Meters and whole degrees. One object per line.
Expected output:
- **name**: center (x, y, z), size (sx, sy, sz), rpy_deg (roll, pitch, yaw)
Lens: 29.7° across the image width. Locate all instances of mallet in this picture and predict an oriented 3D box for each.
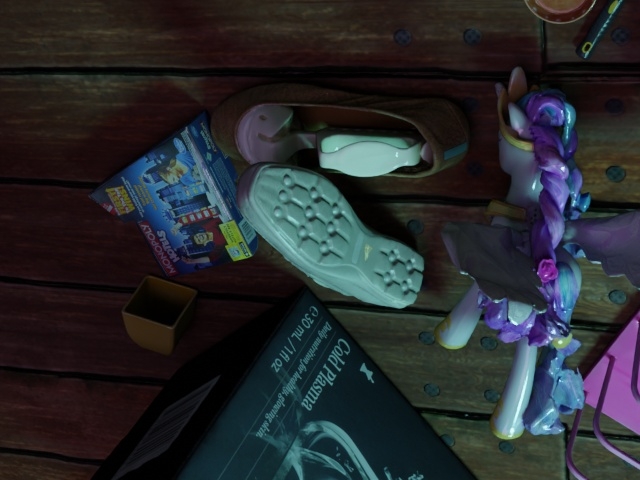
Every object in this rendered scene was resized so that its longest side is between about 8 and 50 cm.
- **mallet**: center (0.334, -0.266, 1.282), size (0.062, 0.039, 0.190), rpy_deg (27, 129, 10)

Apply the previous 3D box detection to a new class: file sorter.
- **file sorter**: center (0.442, 0.178, 1.399), size (0.202, 0.182, 0.291), rpy_deg (31, 125, 3)

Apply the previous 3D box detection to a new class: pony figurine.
- **pony figurine**: center (0.242, 0.031, 1.329), size (0.302, 0.351, 0.363), rpy_deg (-4, 122, -15)

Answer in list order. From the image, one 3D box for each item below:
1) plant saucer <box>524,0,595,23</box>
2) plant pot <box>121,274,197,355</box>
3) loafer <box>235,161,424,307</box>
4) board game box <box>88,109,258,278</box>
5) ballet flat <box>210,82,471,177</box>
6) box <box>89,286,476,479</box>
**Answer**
- **plant saucer**: center (0.261, -0.278, 1.315), size (0.083, 0.013, 0.083), rpy_deg (10, 122, 17)
- **plant pot**: center (-0.225, 0.114, 1.700), size (0.081, 0.081, 0.083), rpy_deg (17, 133, 13)
- **loafer**: center (0.000, 0.000, 1.451), size (0.111, 0.112, 0.319), rpy_deg (2, 156, 42)
- **board game box**: center (-0.199, -0.053, 1.604), size (0.194, 0.060, 0.194), rpy_deg (-14, 112, 29)
- **ballet flat**: center (0.005, -0.119, 1.443), size (0.342, 0.124, 0.116), rpy_deg (7, 118, 19)
- **box**: center (-0.041, 0.403, 1.543), size (0.297, 0.480, 0.472), rpy_deg (-34, 102, 33)
